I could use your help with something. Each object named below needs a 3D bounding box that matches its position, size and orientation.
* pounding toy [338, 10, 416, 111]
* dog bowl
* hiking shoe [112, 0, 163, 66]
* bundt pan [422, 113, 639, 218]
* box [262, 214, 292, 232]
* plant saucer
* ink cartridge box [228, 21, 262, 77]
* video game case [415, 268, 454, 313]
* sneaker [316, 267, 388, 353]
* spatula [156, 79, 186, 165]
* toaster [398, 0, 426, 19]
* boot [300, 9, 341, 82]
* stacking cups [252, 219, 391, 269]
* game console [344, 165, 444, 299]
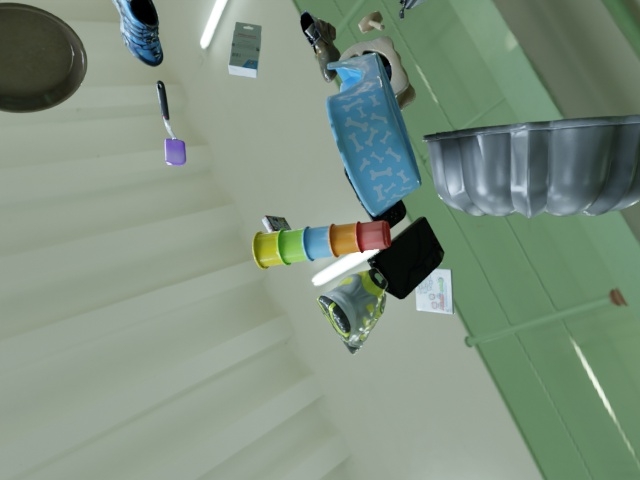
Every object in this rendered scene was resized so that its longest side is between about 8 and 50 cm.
[{"bbox_3d":[0.118,-0.435,1.108,0.154,0.154,0.270,24,-135,-61],"label":"pounding toy"},{"bbox_3d":[0.076,-0.163,0.626,0.166,0.074,0.297,59,-160,-33],"label":"dog bowl"},{"bbox_3d":[-0.564,-0.672,1.410,0.132,0.304,0.113,37,-113,25],"label":"hiking shoe"},{"bbox_3d":[0.319,-0.106,0.662,0.330,0.330,0.124,-12,-77,-37],"label":"bundt pan"},{"bbox_3d":[-0.134,-0.026,1.538,0.093,0.027,0.137,5,-134,-50],"label":"box"},{"bbox_3d":[-0.678,-0.408,1.007,0.277,0.278,0.041,-17,-117,-38],"label":"plant saucer"},{"bbox_3d":[-0.274,-0.700,1.643,0.104,0.060,0.180,7,-102,-5],"label":"ink cartridge box"},{"bbox_3d":[0.404,0.177,1.589,0.019,0.143,0.157,-9,-83,-48],"label":"video game case"},{"bbox_3d":[0.091,0.169,1.060,0.147,0.385,0.145,-36,-102,-8],"label":"sneaker"},{"bbox_3d":[-0.510,-0.389,1.506,0.084,0.297,0.030,10,-140,12],"label":"spatula"},{"bbox_3d":[0.177,-0.519,0.784,0.110,0.186,0.168,-23,-81,-1],"label":"toaster"},{"bbox_3d":[-0.008,-0.542,1.247,0.106,0.082,0.219,20,-128,-39],"label":"boot"},{"bbox_3d":[0.000,0.000,1.028,0.096,0.316,0.096,-10,-90,-69],"label":"stacking cups"},{"bbox_3d":[0.168,-0.048,1.123,0.213,0.044,0.362,-37,-80,-31],"label":"game console"}]
